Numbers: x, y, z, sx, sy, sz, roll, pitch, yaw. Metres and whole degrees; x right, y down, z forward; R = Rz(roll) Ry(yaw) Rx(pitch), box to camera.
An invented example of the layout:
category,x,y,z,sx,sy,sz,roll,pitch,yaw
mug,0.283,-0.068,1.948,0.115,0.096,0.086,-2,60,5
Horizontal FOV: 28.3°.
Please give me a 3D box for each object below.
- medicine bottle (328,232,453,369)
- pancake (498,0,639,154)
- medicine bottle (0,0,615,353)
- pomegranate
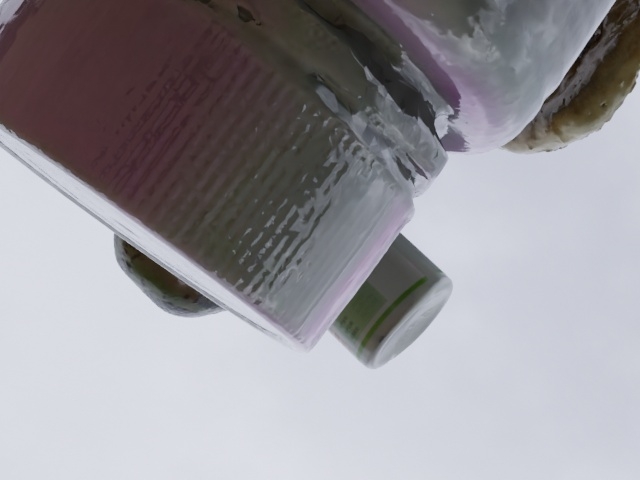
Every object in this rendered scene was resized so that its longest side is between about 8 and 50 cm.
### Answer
category,x,y,z,sx,sy,sz,roll,pitch,yaw
medicine bottle,0.000,0.000,0.891,0.183,0.086,0.086,43,-87,18
pancake,0.241,-0.262,1.334,0.356,0.065,0.356,-11,-104,51
medicine bottle,0.002,-0.134,0.611,0.256,0.256,0.324,31,-98,21
pomegranate,-0.099,-0.001,1.084,0.125,0.138,0.163,-40,-157,-32
